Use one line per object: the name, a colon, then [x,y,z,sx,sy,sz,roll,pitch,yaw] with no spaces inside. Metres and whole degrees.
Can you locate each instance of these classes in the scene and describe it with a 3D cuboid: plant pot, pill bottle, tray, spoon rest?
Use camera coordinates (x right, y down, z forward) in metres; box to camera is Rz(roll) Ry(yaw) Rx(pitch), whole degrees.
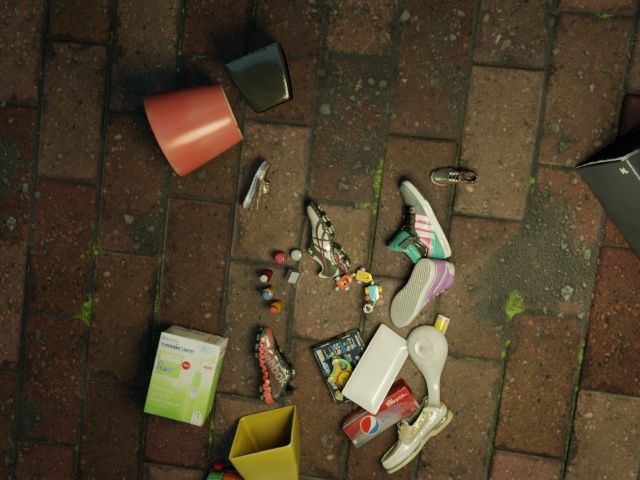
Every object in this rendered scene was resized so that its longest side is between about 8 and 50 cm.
plant pot: [-0.167,0.729,1.571,0.212,0.212,0.187,-15,105,5]
plant pot: [-0.181,-0.523,1.505,0.188,0.187,0.167,-22,105,6]
pill bottle: [0.410,0.297,1.567,0.043,0.043,0.083,20,94,3]
tray: [0.192,0.434,1.554,0.145,0.030,0.270,36,74,-11]
plant pot: [-0.403,-0.380,1.500,0.243,0.275,0.274,-22,92,-4]
spoon rest: [0.365,0.427,1.541,0.137,0.084,0.276,-7,79,23]

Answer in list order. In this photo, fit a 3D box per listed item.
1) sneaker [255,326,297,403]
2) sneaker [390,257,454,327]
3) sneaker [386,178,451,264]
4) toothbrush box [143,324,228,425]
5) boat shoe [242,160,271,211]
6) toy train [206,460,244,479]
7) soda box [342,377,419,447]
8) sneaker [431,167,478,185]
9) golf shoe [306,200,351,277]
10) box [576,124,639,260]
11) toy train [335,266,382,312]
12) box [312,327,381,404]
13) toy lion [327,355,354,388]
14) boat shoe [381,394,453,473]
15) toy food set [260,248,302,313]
sneaker: [-0.151,0.430,1.596,0.135,0.097,0.276,-6,95,5]
sneaker: [0.355,0.184,1.538,0.161,0.102,0.282,3,128,-35]
sneaker: [0.291,-0.039,1.523,0.178,0.124,0.295,-28,92,-4]
toothbrush box: [-0.460,0.459,1.574,0.206,0.122,0.283,15,92,1]
boat shoe: [-0.205,-0.185,1.583,0.066,0.066,0.183,25,105,-2]
toy train: [-0.285,0.866,1.610,0.248,0.143,0.105,1,94,5]
soda box: [0.206,0.595,1.583,0.263,0.083,0.092,-36,91,5]
sneaker: [0.450,-0.215,1.521,0.158,0.065,0.061,1,94,4]
golf shoe: [0.000,0.000,1.556,0.120,0.105,0.272,-24,91,13]
box: [1.152,-0.172,1.351,0.472,0.297,0.480,-34,91,4]
toy train: [0.137,0.163,1.583,0.166,0.046,0.125,44,97,4]
box: [0.095,0.441,1.598,0.175,0.051,0.220,-23,92,6]
toy lion: [0.076,0.455,1.561,0.096,0.034,0.100,13,95,-3]
boat shoe: [0.311,0.658,1.570,0.302,0.113,0.103,-43,85,-6]
toy food set: [-0.142,0.131,1.571,0.111,0.104,0.232,26,95,3]
